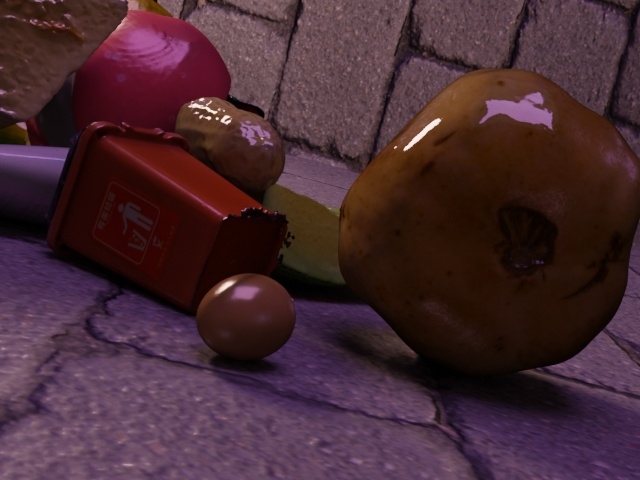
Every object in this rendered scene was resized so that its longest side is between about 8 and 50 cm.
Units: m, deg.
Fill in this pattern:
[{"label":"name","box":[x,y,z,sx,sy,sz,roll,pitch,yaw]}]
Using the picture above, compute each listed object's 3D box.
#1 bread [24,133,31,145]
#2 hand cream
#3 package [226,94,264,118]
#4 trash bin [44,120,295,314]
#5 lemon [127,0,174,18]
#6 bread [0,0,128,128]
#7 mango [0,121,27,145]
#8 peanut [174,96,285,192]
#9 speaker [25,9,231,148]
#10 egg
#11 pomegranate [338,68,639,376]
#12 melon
[{"label":"bread","box":[-0.283,-0.138,1.865,0.362,0.077,0.138,10,-31,-34]},{"label":"hand cream","box":[-0.321,-0.065,1.383,0.359,0.117,0.185,8,-12,-31]},{"label":"package","box":[-0.168,-0.125,1.762,0.166,0.231,0.040,25,37,19]},{"label":"trash bin","box":[-0.156,-0.019,1.260,0.239,0.161,0.184,29,15,32]},{"label":"lemon","box":[-0.388,-0.297,2.050,0.348,0.347,0.348,15,8,-2]},{"label":"bread","box":[-0.505,-0.286,1.495,0.346,0.242,0.405,40,-19,-20]},{"label":"mango","box":[-0.513,-0.175,1.907,0.191,0.085,0.122,25,-2,2]},{"label":"peanut","box":[-0.111,-0.114,1.388,0.090,0.098,0.214,25,2,-33]},{"label":"speaker","box":[-0.258,-0.182,1.598,0.294,0.294,0.294,15,8,-2]},{"label":"egg","box":[-0.069,0.069,1.036,0.080,0.080,0.096,20,6,28]},{"label":"pomegranate","box":[0.180,-0.021,1.235,0.333,0.332,0.332,15,8,-2]},{"label":"melon","box":[0.000,0.000,1.496,0.324,0.124,0.196,15,9,-35]}]
